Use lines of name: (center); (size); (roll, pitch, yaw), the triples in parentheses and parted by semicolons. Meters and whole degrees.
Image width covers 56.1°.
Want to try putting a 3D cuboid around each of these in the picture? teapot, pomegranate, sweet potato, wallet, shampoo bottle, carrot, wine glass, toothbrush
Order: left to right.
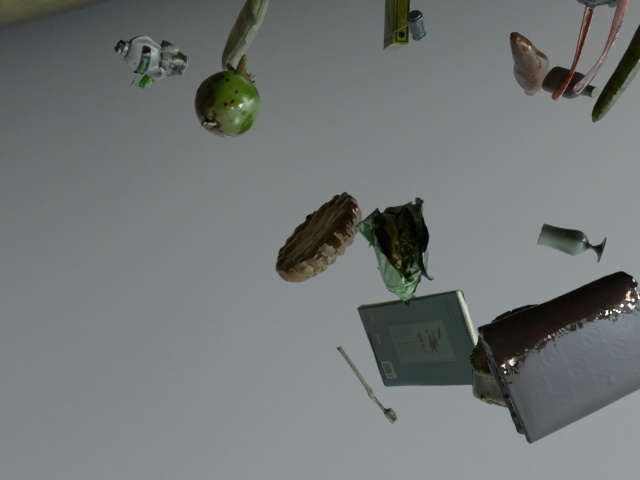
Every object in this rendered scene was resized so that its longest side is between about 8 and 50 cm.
pomegranate: (-0.212, -0.330, 1.367); (0.156, 0.156, 0.220); (-11, -123, 8)
toothbrush: (0.139, 0.438, 1.821); (0.028, 0.294, 0.026); (-38, -176, 21)
teapot: (0.278, -0.637, 1.772); (0.049, 0.083, 0.063); (-41, -126, -8)
sweet potato: (0.683, -0.562, 1.947); (0.112, 0.359, 0.112); (-7, -109, 20)
wine glass: (0.952, 0.004, 2.285); (0.231, 0.103, 0.103); (17, -143, 21)
shampoo bottle: (0.710, -0.440, 1.702); (0.080, 0.040, 0.165); (-55, -139, 8)
wallet: (0.354, 0.159, 0.839); (0.229, 0.182, 0.049); (-23, -173, -1)
carrot: (0.949, -0.528, 1.866); (0.074, 0.359, 0.074); (26, -169, -6)

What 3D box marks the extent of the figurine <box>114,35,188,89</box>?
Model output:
figurine: (-0.458, -0.493, 1.623); (0.192, 0.126, 0.147); (10, 158, -30)

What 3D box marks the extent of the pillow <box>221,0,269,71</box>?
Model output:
pillow: (-0.249, -0.698, 1.979); (0.302, 0.074, 0.185); (-34, -140, 55)

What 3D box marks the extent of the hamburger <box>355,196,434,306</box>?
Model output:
hamburger: (0.182, 0.017, 1.531); (0.150, 0.276, 0.261); (-2, -117, -11)

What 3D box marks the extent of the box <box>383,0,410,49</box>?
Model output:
box: (0.257, -0.760, 2.016); (0.064, 0.220, 0.141); (-2, -169, -8)

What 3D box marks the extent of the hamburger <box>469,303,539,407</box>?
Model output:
hamburger: (0.409, 0.217, 1.108); (0.285, 0.134, 0.265); (-30, -163, -34)

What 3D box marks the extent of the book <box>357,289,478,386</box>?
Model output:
book: (0.276, 0.283, 1.672); (0.031, 0.264, 0.379); (-23, -176, -42)

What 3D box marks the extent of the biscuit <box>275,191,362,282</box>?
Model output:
biscuit: (0.000, 0.000, 1.778); (0.325, 0.107, 0.326); (-43, -163, 16)

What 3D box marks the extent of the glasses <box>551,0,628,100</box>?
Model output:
glasses: (0.613, -0.440, 1.322); (0.118, 0.268, 0.234); (11, -170, 2)
